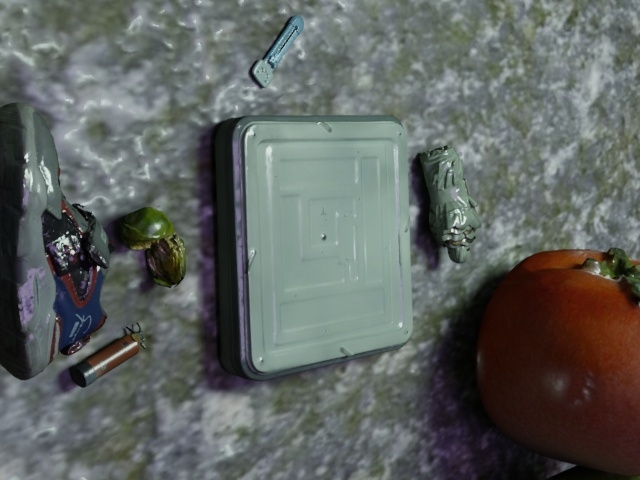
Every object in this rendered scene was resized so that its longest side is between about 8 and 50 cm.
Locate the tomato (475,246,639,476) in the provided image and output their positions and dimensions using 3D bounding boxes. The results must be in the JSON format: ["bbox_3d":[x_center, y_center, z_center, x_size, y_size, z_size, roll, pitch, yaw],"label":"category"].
[{"bbox_3d":[0.368,0.157,1.438,0.341,0.341,0.272,-5,110,-46],"label":"tomato"}]

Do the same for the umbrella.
[{"bbox_3d":[0.156,-0.042,1.390,0.067,0.062,0.143,-26,106,-63],"label":"umbrella"}]

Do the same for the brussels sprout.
[{"bbox_3d":[-0.154,0.003,1.083,0.051,0.046,0.083,-60,140,-31],"label":"brussels sprout"}]

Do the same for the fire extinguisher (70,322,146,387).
[{"bbox_3d":[-0.191,0.103,1.061,0.083,0.022,0.028,-34,85,-40],"label":"fire extinguisher"}]

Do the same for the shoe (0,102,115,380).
[{"bbox_3d":[-0.217,-0.001,0.966,0.126,0.099,0.227,-7,103,-38],"label":"shoe"}]

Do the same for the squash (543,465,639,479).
[{"bbox_3d":[0.291,0.431,1.413,0.384,0.263,0.263,-12,101,-45],"label":"squash"}]

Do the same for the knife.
[{"bbox_3d":[-0.042,-0.200,1.208,0.027,0.010,0.096,51,57,-36],"label":"knife"}]

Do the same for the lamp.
[{"bbox_3d":[0.000,0.000,1.236,0.269,0.047,0.266,-7,96,-46],"label":"lamp"}]
